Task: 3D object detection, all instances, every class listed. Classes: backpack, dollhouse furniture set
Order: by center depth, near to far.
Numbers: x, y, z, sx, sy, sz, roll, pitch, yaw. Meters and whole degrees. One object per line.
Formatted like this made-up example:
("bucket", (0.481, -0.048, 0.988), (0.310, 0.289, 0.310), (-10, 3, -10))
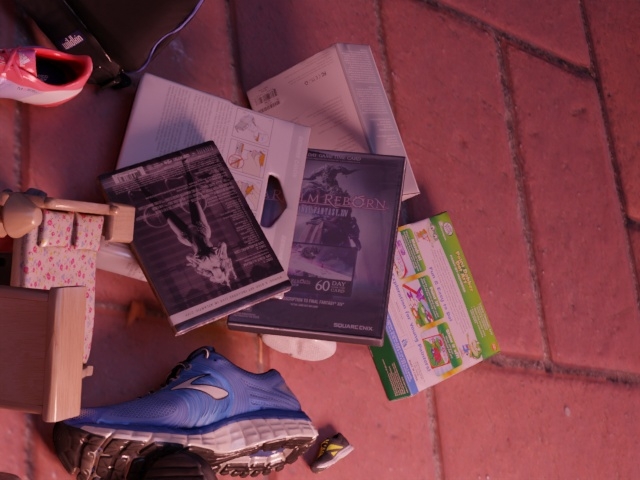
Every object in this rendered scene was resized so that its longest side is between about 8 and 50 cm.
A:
("dollhouse furniture set", (-0.242, 0.108, 1.087), (0.355, 0.174, 0.303), (2, 93, -70))
("backpack", (-0.266, -0.372, 1.338), (0.263, 0.276, 0.213), (35, 46, -20))

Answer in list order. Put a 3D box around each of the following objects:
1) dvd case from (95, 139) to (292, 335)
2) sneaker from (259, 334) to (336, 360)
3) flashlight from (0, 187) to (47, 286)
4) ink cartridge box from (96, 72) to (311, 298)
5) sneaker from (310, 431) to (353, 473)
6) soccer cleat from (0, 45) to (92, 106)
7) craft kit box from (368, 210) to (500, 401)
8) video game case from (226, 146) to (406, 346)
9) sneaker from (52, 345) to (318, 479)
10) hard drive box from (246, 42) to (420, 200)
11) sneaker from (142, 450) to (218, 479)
("dvd case", (-0.154, -0.008, 1.315), (0.165, 0.018, 0.221), (-21, 74, -30))
("sneaker", (-0.063, 0.063, 1.454), (0.240, 0.091, 0.126), (36, 50, -27))
("flashlight", (-0.361, 0.080, 1.140), (0.103, 0.103, 0.304), (21, 50, -6))
("ink cartridge box", (-0.150, -0.063, 1.390), (0.239, 0.060, 0.275), (17, 59, -15))
("sneaker", (0.009, 0.292, 1.474), (0.083, 0.031, 0.035), (-22, 75, -51))
("soccer cleat", (-0.387, -0.201, 1.252), (0.248, 0.095, 0.083), (-1, 74, -44))
("craft kit box", (0.155, 0.096, 1.678), (0.247, 0.061, 0.249), (-16, 84, -44))
("video game case", (0.000, 0.000, 1.388), (0.026, 0.196, 0.274), (83, 15, -60))
("sneaker", (-0.168, 0.212, 1.287), (0.330, 0.129, 0.147), (3, 49, -38))
("hard drive box", (0.015, -0.142, 1.549), (0.089, 0.181, 0.232), (-9, 80, -53))
("sneaker", (-0.116, 0.378, 1.243), (0.146, 0.123, 0.330), (-37, 119, -59))
